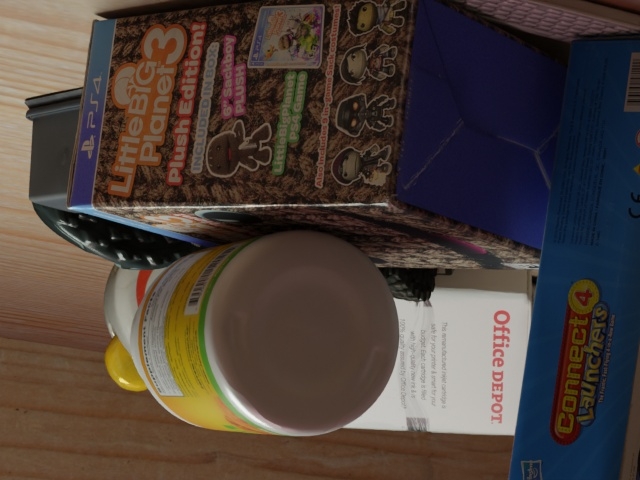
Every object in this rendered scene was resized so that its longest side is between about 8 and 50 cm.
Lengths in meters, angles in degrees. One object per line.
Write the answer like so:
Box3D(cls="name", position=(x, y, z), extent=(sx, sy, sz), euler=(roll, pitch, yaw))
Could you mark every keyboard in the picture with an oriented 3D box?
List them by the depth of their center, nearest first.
Box3D(cls="keyboard", position=(0.177, -0.137, 1.066), extent=(0.256, 0.014, 0.072), euler=(10, 169, -23))

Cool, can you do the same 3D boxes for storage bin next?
Box3D(cls="storage bin", position=(-0.193, -0.074, 1.423), extent=(0.135, 0.091, 0.098), euler=(-3, 167, 45))

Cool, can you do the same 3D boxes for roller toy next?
Box3D(cls="roller toy", position=(-0.155, 0.073, 1.920), extent=(0.191, 0.209, 0.146), euler=(2, 172, -15))

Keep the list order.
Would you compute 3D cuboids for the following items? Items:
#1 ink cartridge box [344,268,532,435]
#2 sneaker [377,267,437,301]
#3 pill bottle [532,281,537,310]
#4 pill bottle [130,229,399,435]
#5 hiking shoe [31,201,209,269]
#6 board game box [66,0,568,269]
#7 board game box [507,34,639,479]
Box3D(cls="ink cartridge box", position=(0.091, 0.101, 1.836), extent=(0.289, 0.121, 0.211), euler=(2, 126, 6))
Box3D(cls="sneaker", position=(0.000, 0.000, 1.604), extent=(0.146, 0.134, 0.343), euler=(2, 170, 23))
Box3D(cls="pill bottle", position=(0.341, 0.143, 2.143), extent=(0.283, 0.160, 0.160), euler=(8, 170, -14))
Box3D(cls="pill bottle", position=(-0.054, 0.069, 1.174), extent=(0.136, 0.136, 0.246), euler=(10, 172, -22))
Box3D(cls="hiking shoe", position=(-0.189, -0.016, 1.679), extent=(0.132, 0.113, 0.304), euler=(-4, 166, 42))
Box3D(cls="board game box", position=(0.010, -0.068, 1.153), extent=(0.291, 0.141, 0.232), euler=(0, 169, 40))
Box3D(cls="board game box", position=(0.269, 0.042, 1.143), extent=(0.086, 0.308, 0.302), euler=(5, 173, 41))
